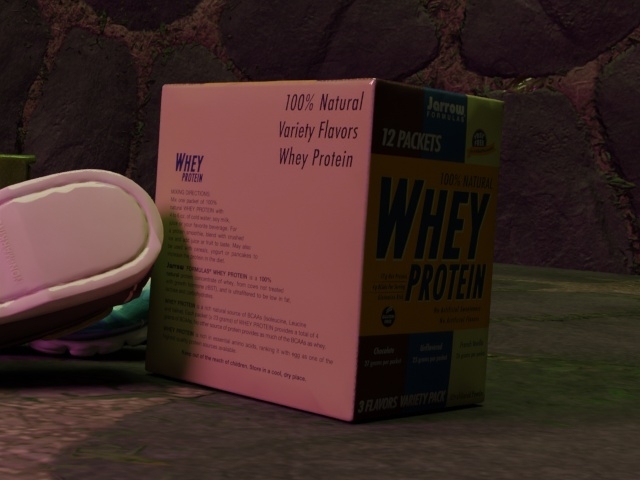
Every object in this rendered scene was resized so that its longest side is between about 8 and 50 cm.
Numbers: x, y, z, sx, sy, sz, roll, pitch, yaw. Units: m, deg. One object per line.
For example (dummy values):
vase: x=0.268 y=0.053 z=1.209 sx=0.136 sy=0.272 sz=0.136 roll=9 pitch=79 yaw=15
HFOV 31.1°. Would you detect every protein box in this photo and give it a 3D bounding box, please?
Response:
protein box: x=0.000 y=0.000 z=0.776 sx=0.199 sy=0.201 sz=0.136 roll=6 pitch=3 yaw=43

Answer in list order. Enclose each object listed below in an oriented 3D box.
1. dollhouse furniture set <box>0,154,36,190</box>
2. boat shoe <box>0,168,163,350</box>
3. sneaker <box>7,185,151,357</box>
dollhouse furniture set: x=-0.197 y=0.001 z=1.075 sx=0.197 sy=0.151 sz=0.301 roll=3 pitch=3 yaw=-30
boat shoe: x=-0.263 y=0.032 z=0.727 sx=0.324 sy=0.117 sz=0.097 roll=-12 pitch=-21 yaw=-25
sneaker: x=-0.213 y=0.019 z=0.848 sx=0.275 sy=0.110 sz=0.107 roll=-2 pitch=36 yaw=-19
